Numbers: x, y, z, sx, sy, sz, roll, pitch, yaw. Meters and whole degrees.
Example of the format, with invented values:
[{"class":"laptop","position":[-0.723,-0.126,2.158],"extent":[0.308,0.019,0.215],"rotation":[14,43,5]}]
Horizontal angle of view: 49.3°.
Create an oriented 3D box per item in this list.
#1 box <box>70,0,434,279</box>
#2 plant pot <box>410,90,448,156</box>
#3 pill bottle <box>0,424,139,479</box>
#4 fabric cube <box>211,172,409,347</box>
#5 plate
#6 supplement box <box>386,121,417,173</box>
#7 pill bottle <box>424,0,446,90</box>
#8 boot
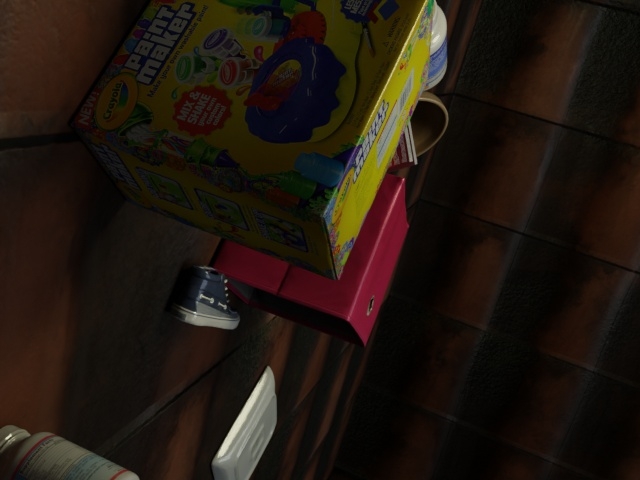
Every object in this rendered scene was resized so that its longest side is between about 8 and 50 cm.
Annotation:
[{"class":"box","position":[-0.057,-0.155,0.775],"extent":[0.177,0.279,0.290],"rotation":[76,36,-66]},{"class":"plant pot","position":[0.185,-0.302,1.724],"extent":[0.237,0.237,0.109],"rotation":[85,-12,-59]},{"class":"pill bottle","position":[-0.281,0.259,0.742],"extent":[0.087,0.160,0.087],"rotation":[20,90,-76]},{"class":"fabric cube","position":[-0.002,0.012,1.248],"extent":[0.254,0.259,0.258],"rotation":[65,46,-69]},{"class":"plate","position":[-0.171,0.487,1.706],"extent":[0.278,0.045,0.277],"rotation":[94,21,-50]},{"class":"supplement box","position":[0.110,-0.205,1.516],"extent":[0.239,0.073,0.130],"rotation":[-20,102,-48]},{"class":"pill bottle","position":[0.220,-0.471,1.633],"extent":[0.272,0.152,0.152],"rotation":[53,58,-74]},{"class":"boot","position":[-0.168,0.091,1.122],"extent":[0.086,0.069,0.190],"rotation":[-67,164,-1]}]
